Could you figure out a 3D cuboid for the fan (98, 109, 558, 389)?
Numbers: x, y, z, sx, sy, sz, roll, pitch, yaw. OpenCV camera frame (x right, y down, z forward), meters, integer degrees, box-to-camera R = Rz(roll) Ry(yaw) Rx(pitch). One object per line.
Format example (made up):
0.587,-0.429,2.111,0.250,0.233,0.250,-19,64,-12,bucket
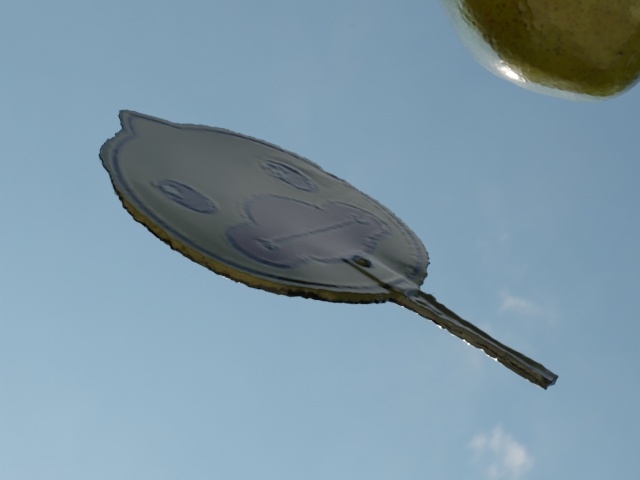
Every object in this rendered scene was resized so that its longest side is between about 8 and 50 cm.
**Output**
0.000,0.001,0.929,0.335,0.229,0.011,32,-67,22,fan

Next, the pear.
0.164,-0.191,1.001,0.198,0.198,0.198,7,-77,29,pear
